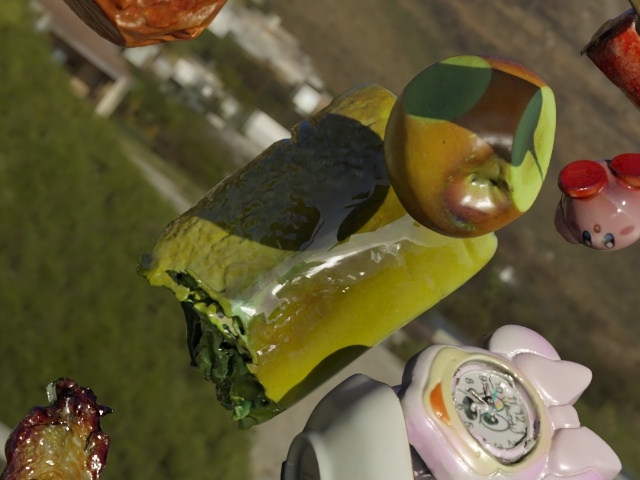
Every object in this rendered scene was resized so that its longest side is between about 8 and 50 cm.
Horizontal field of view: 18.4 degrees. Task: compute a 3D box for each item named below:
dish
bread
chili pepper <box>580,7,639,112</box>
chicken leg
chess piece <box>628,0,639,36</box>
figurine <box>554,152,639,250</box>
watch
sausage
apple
[{"bbox_3d":[0.013,0.200,1.594,0.066,0.190,0.191,0,7,-20],"label":"dish"},{"bbox_3d":[0.000,0.000,2.119,0.251,0.376,0.208,52,-8,25],"label":"bread"},{"bbox_3d":[0.295,-0.119,1.564,0.192,0.084,0.086,38,11,-15],"label":"chili pepper"},{"bbox_3d":[-0.261,0.214,1.666,0.051,0.253,0.106,-25,-77,48],"label":"chicken leg"},{"bbox_3d":[0.327,-0.221,1.314,0.137,0.301,0.137,35,34,-28],"label":"chess piece"},{"bbox_3d":[0.212,-0.027,1.445,0.083,0.067,0.071,-2,-54,7],"label":"figurine"},{"bbox_3d":[0.135,0.210,2.002,0.248,0.217,0.211,8,55,-32],"label":"watch"},{"bbox_3d":[-0.185,-0.276,1.641,0.268,0.141,0.153,43,-13,5],"label":"sausage"},{"bbox_3d":[0.139,-0.081,1.801,0.147,0.163,0.146,-83,154,-53],"label":"apple"}]
